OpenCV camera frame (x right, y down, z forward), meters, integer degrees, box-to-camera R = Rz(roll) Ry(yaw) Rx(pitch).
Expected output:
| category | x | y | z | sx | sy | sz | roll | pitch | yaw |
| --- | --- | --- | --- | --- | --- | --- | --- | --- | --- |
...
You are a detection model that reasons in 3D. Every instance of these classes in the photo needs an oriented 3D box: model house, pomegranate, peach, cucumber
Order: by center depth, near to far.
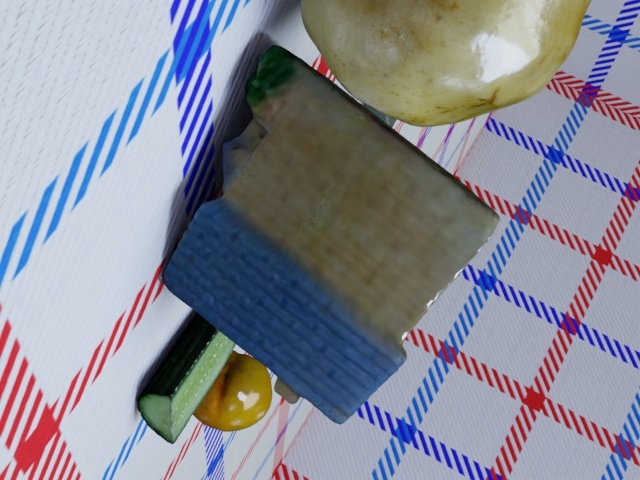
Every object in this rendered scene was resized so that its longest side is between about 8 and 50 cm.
| category | x | y | z | sx | sy | sz | roll | pitch | yaw |
| --- | --- | --- | --- | --- | --- | --- | --- | --- | --- |
| pomegranate | 0.133 | -0.292 | 1.055 | 0.332 | 0.332 | 0.332 | -58 | 169 | -19 |
| model house | 0.000 | 0.000 | 1.237 | 0.342 | 0.334 | 0.382 | -53 | 175 | 9 |
| cucumber | -0.172 | 0.157 | 1.379 | 0.244 | 0.063 | 0.115 | -55 | 161 | -33 |
| peach | -0.144 | 0.232 | 1.500 | 0.138 | 0.138 | 0.138 | -58 | 169 | -19 |

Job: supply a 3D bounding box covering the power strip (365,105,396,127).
| category | x | y | z | sx | sy | sz | roll | pitch | yaw |
| --- | --- | --- | --- | --- | --- | --- | --- | --- | --- |
| power strip | 0.114 | -0.274 | 1.684 | 0.093 | 0.053 | 0.288 | -61 | 170 | -5 |
